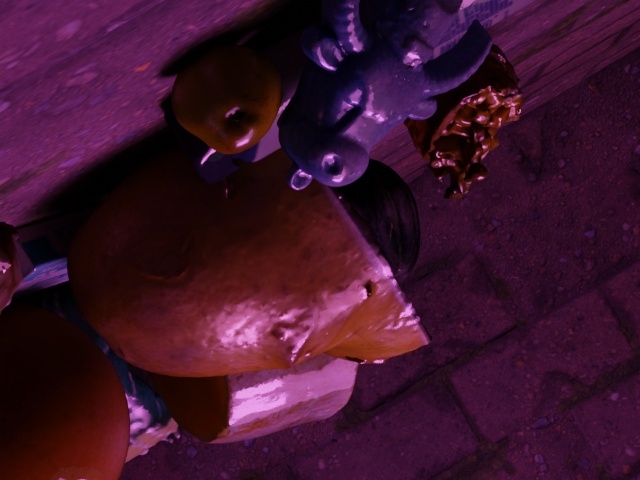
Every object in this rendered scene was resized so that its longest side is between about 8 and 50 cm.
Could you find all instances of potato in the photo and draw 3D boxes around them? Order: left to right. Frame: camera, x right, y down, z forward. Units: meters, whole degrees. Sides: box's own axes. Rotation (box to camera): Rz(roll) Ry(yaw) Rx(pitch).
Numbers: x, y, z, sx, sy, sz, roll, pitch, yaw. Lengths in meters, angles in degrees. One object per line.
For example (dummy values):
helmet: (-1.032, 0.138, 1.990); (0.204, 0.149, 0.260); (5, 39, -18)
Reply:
potato: (-0.091, 0.039, 1.390); (0.296, 0.290, 0.397); (-33, 152, -2)

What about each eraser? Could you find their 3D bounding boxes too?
eraser: (-0.278, 0.010, 1.406); (0.095, 0.052, 0.225); (-35, 173, 30)

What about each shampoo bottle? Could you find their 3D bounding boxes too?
shampoo bottle: (0.030, -0.174, 1.164); (0.359, 0.078, 0.134); (-30, 166, -2)

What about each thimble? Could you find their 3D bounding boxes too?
thimble: (-0.315, 0.191, 1.800); (0.167, 0.288, 0.254); (-33, -141, 4)

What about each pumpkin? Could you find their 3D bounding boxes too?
pumpkin: (-0.120, 0.094, 1.655); (0.199, 0.332, 0.332); (-12, 167, -32)
pumpkin: (0.000, 0.000, 1.974); (0.323, 0.241, 0.323); (-22, 169, -4)

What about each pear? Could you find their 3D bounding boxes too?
pear: (-0.072, -0.116, 1.056); (0.092, 0.097, 0.092); (-17, 143, -14)

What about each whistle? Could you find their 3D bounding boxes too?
whistle: (0.051, -0.154, 1.066); (0.180, 0.093, 0.269); (22, 109, -46)

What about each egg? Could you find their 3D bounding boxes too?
egg: (-0.371, 0.203, 1.402); (0.351, 0.282, 0.283); (-4, -168, 35)

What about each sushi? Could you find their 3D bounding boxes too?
sushi: (0.196, -0.170, 1.754); (0.167, 0.179, 0.296); (-35, 179, -21)

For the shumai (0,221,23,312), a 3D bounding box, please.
shumai: (-0.313, 0.056, 1.026); (0.176, 0.166, 0.206); (-39, -160, 3)
